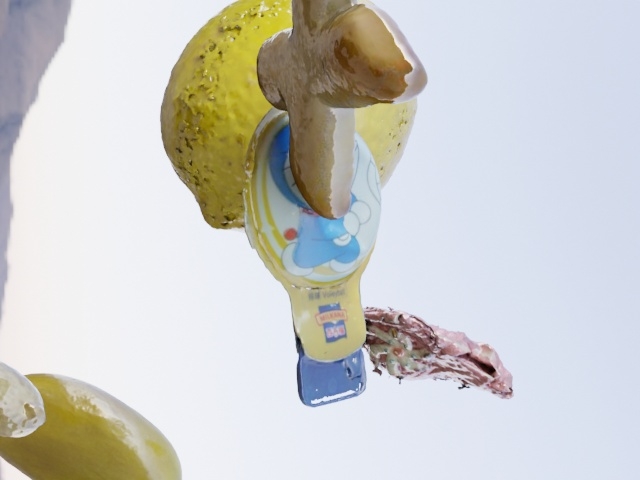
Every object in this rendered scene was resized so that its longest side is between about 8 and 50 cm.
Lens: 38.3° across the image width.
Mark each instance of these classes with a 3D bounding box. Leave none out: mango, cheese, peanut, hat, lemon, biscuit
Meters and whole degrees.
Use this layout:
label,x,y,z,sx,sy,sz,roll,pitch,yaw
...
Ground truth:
label,x,y,z,sx,sy,sz,roll,pitch,yaw
mango,-0.372,0.302,1.422,0.142,0.331,0.195,-61,157,-50
cheese,0.000,0.000,0.771,0.069,0.177,0.270,-5,-91,40
peanut,-0.441,0.175,1.164,0.099,0.214,0.099,-53,-165,21
hat,0.130,0.165,1.383,0.107,0.236,0.286,-58,-157,-14
lemon,-0.028,-0.141,0.977,0.310,0.258,0.258,-50,-172,-24
biscuit,0.002,-0.120,0.632,0.208,0.047,0.164,117,-46,-65
